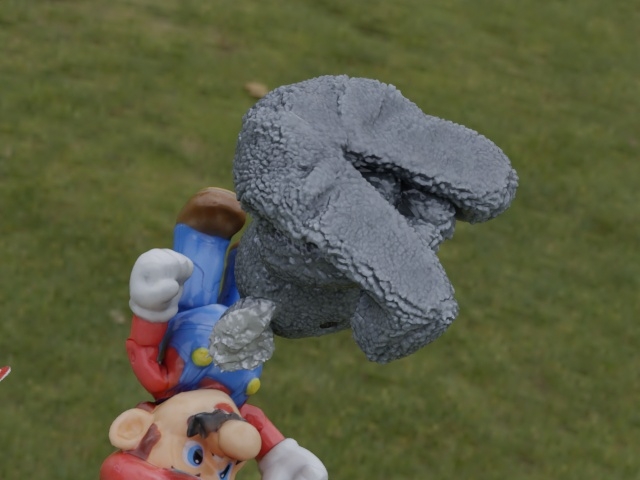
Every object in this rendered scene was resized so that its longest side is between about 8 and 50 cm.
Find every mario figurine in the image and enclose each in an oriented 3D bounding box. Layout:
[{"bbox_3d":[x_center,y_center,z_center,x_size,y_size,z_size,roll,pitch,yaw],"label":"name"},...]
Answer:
[{"bbox_3d":[-0.075,0.115,1.439,0.198,0.170,0.320,12,61,-2],"label":"mario figurine"}]

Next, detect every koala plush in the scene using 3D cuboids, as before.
[{"bbox_3d":[0.000,0.000,1.305,0.203,0.221,0.196,34,53,-4],"label":"koala plush"}]

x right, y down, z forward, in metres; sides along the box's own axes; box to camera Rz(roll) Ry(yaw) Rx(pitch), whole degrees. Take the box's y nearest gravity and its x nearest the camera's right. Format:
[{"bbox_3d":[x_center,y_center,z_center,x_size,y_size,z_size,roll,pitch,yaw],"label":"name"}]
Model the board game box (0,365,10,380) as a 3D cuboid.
[{"bbox_3d":[-0.311,0.143,1.047,0.124,0.039,0.259,-17,14,40],"label":"board game box"}]
